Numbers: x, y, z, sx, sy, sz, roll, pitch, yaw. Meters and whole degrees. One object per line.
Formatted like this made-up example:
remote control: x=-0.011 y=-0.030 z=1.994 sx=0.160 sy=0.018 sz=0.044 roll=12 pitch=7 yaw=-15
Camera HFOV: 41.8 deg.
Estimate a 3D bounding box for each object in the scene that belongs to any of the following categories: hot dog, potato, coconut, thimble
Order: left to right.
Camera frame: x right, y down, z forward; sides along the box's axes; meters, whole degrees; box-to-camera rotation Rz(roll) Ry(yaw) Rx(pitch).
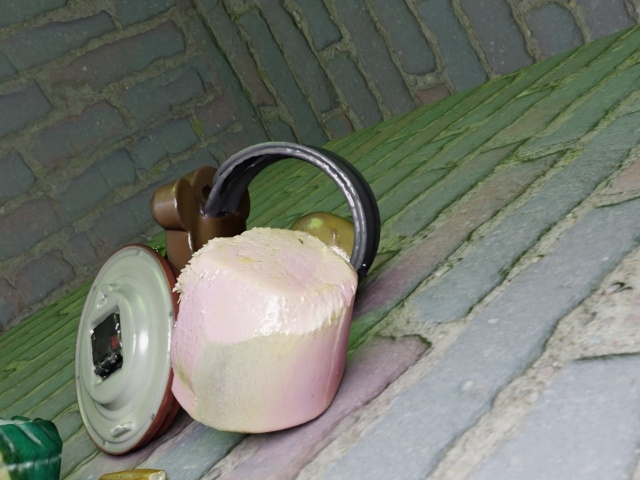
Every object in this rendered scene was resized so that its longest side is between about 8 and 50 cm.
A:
thimble: x=-0.468 y=0.306 z=1.052 sx=0.254 sy=0.167 sz=0.288 roll=0 pitch=-9 yaw=8
hot dog: x=-0.252 y=0.318 z=1.105 sx=0.137 sy=0.028 sz=0.044 roll=-15 pitch=-8 yaw=42
coconut: x=-0.076 y=0.123 z=1.047 sx=0.233 sy=0.245 sz=0.233 roll=10 pitch=29 yaw=-5
potato: x=0.000 y=0.000 z=1.656 sx=0.182 sy=0.117 sz=0.202 roll=-32 pitch=11 yaw=-28

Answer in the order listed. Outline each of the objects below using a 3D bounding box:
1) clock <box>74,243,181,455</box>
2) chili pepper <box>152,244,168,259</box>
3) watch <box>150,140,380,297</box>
clock: x=-0.300 y=0.162 z=1.272 sx=0.080 sy=0.319 sz=0.318 roll=9 pitch=-16 yaw=-39
chili pepper: x=-0.260 y=0.129 z=1.426 sx=0.099 sy=0.254 sz=0.083 roll=-15 pitch=23 yaw=-28
watch: x=-0.066 y=0.010 z=1.382 sx=0.326 sy=0.335 sz=0.314 roll=-5 pitch=3 yaw=15
